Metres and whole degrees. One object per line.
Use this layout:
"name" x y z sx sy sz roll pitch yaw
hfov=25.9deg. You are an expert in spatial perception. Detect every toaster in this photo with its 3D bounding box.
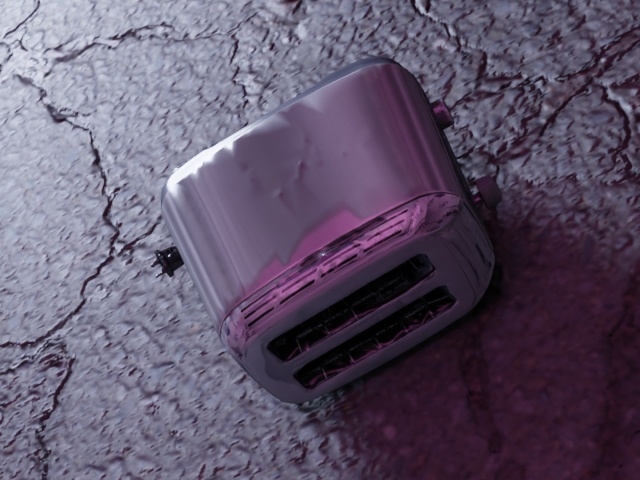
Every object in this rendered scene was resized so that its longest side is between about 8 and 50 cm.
"toaster" 0.000 0.000 0.883 0.227 0.129 0.146 -30 50 5
